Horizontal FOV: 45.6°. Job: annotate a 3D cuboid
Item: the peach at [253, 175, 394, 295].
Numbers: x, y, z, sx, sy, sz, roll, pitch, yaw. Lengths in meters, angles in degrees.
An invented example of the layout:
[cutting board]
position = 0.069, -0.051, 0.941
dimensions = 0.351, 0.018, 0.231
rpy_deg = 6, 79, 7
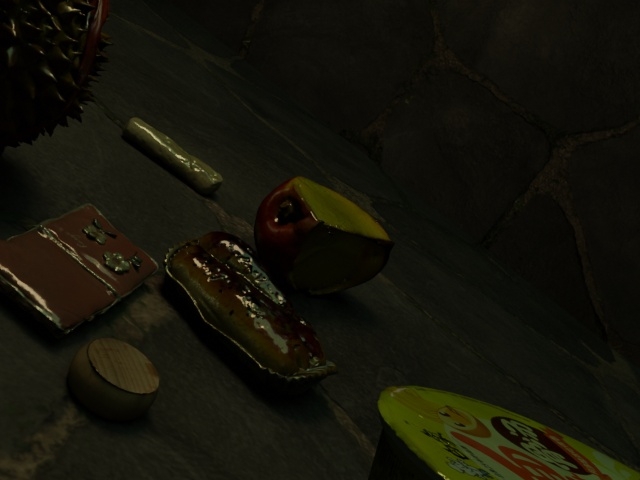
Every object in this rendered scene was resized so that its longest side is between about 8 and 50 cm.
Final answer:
[peach]
position = -0.004, -0.005, 1.236
dimensions = 0.267, 0.159, 0.154
rpy_deg = 11, 40, -53

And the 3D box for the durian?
[durian]
position = -0.389, -0.254, 0.793
dimensions = 0.347, 0.347, 0.384
rpy_deg = 51, -7, 43

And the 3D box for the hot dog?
[hot dog]
position = -0.088, 0.085, 0.953
dimensions = 0.270, 0.082, 0.162
rpy_deg = 44, 19, 22

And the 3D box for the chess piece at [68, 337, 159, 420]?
[chess piece]
position = -0.188, 0.126, 0.698
dimensions = 0.083, 0.038, 0.083
rpy_deg = 33, 14, -9

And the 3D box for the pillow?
[pillow]
position = -0.263, 0.027, 0.815
dimensions = 0.126, 0.043, 0.232
rpy_deg = 37, 17, 1

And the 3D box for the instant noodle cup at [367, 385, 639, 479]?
[instant noodle cup]
position = 0.141, 0.269, 0.540
dimensions = 0.311, 0.221, 0.311
rpy_deg = 22, 6, -2

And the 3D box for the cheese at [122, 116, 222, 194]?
[cheese]
position = -0.257, -0.148, 1.331
dimensions = 0.194, 0.043, 0.065
rpy_deg = 35, 17, -2
